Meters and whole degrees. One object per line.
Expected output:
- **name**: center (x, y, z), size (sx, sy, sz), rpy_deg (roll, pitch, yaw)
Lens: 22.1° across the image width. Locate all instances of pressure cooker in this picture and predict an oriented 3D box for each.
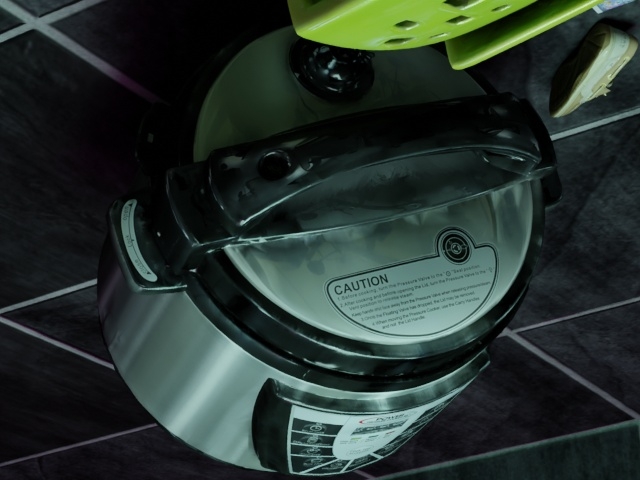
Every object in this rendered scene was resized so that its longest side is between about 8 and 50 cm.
- **pressure cooker**: center (-0.004, -0.005, 1.514), size (0.375, 0.370, 0.420), rpy_deg (32, 148, -4)

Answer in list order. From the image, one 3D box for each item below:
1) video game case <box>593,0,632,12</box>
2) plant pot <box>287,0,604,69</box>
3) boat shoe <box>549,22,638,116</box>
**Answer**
- **video game case**: center (0.283, -0.243, 1.452), size (0.122, 0.011, 0.087), rpy_deg (-17, 152, 28)
- **plant pot**: center (0.110, -0.258, 1.151), size (0.227, 0.228, 0.207), rpy_deg (-24, 154, 37)
- **boat shoe**: center (0.263, -0.158, 1.588), size (0.045, 0.050, 0.135), rpy_deg (9, 153, -15)
